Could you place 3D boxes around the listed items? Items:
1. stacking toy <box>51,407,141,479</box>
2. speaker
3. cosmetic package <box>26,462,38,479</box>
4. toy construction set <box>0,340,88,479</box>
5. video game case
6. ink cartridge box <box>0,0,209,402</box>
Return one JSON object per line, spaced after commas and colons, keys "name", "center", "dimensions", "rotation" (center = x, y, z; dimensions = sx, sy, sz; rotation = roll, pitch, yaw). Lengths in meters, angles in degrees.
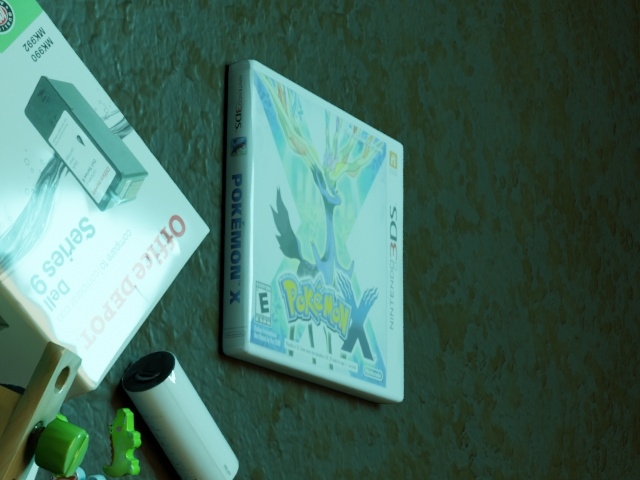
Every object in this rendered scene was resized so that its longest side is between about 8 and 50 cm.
{"name": "stacking toy", "center": [-0.198, 0.243, 1.544], "dimensions": [0.167, 0.052, 0.221], "rotation": [21, 72, -75]}
{"name": "speaker", "center": [-0.126, 0.165, 1.748], "dimensions": [0.136, 0.055, 0.055], "rotation": [62, 35, -31]}
{"name": "cosmetic package", "center": [-0.253, 0.106, 1.529], "dimensions": [0.099, 0.060, 0.239], "rotation": [51, 41, -39]}
{"name": "toy construction set", "center": [-0.286, 0.111, 1.229], "dimensions": [0.309, 0.237, 0.257], "rotation": [-56, 169, -35]}
{"name": "video game case", "center": [0.000, 0.000, 2.031], "dimensions": [0.329, 0.036, 0.300], "rotation": [24, 63, -57]}
{"name": "ink cartridge box", "center": [-0.242, -0.041, 1.444], "dimensions": [0.289, 0.121, 0.211], "rotation": [53, 41, -19]}
